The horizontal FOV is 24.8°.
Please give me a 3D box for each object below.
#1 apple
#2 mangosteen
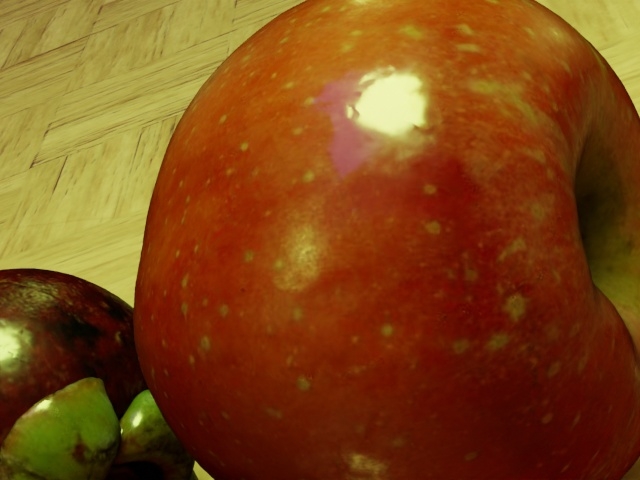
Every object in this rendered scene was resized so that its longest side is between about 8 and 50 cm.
[{"bbox_3d":[0.043,0.015,0.663,0.216,0.260,0.260,-12,27,35],"label":"apple"},{"bbox_3d":[-0.140,0.105,0.750,0.200,0.200,0.200,-19,25,9],"label":"mangosteen"}]
